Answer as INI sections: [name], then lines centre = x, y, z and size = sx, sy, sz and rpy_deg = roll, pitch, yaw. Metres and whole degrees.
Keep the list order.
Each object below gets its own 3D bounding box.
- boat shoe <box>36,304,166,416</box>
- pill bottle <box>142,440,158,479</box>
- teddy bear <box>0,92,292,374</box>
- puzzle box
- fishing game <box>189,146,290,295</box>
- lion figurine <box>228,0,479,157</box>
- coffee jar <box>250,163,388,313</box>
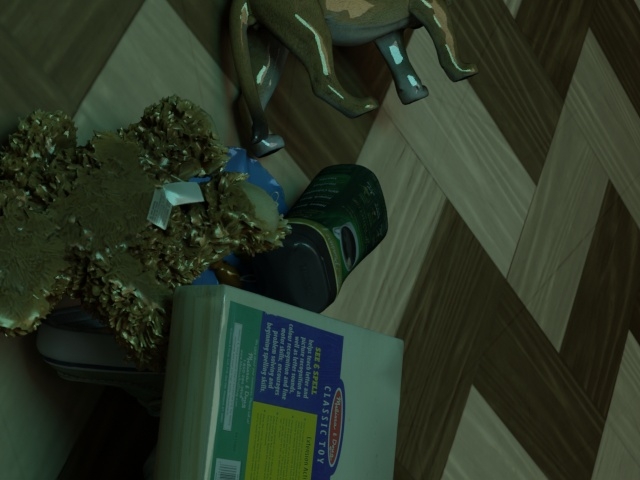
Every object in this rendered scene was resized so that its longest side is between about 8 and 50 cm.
[boat shoe]
centre = -0.117, 0.115, 1.133
size = 0.302, 0.109, 0.094
rpy_deg = 8, 97, -44
[pill bottle]
centre = -0.134, 0.297, 1.046
size = 0.153, 0.153, 0.264
rpy_deg = 53, 46, -32
[teddy bear]
centre = -0.177, -0.009, 1.030
size = 0.245, 0.113, 0.338
rpy_deg = 44, 46, -3
[puzzle box]
centre = -0.035, 0.256, 1.011
size = 0.272, 0.052, 0.408
rpy_deg = 23, 70, -54
[fishing game]
centre = -0.075, -0.003, 1.262
size = 0.264, 0.041, 0.189
rpy_deg = 45, 48, -38
[lion figurine]
centre = 0.023, -0.248, 1.348
size = 0.392, 0.142, 0.240
rpy_deg = -25, 93, -46
[coffee jar]
centre = 0.000, 0.000, 1.276
size = 0.184, 0.079, 0.096
rpy_deg = -48, 131, -54
